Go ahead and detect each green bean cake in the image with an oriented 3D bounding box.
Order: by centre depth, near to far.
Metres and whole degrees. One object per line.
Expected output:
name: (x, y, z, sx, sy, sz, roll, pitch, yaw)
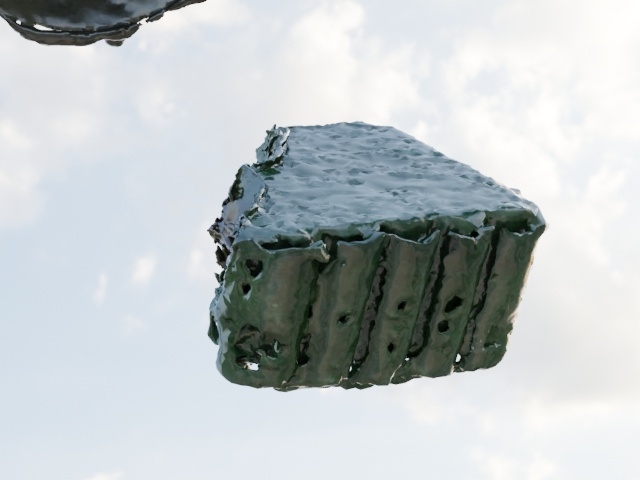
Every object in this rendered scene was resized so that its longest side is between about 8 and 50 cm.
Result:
green bean cake: (0.000, 0.000, 0.706, 0.193, 0.208, 0.107, -6, -63, -26)

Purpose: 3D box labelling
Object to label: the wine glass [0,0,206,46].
wine glass: (-0.100, -0.158, 0.425, 0.122, 0.183, 0.122, -12, -55, -17)
